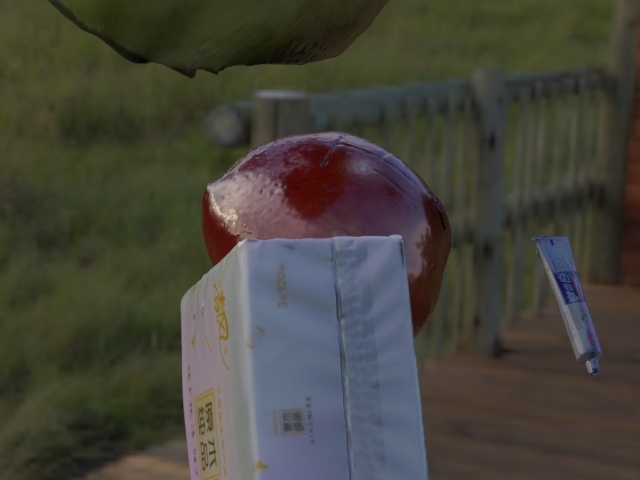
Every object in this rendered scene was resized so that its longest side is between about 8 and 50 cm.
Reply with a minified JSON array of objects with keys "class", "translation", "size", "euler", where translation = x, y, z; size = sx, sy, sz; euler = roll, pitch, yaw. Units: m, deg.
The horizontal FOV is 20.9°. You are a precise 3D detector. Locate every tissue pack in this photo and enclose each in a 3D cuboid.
[{"class":"tissue pack","translation":[-0.014,0.124,1.112],"size":[0.124,0.225,0.185],"euler":[-2,-12,-18]}]

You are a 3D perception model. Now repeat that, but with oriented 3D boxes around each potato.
[{"class":"potato","translation":[-0.081,-0.269,1.153],"size":[0.330,0.213,0.280],"euler":[44,27,-2]}]

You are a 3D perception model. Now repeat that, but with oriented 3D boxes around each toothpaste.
[{"class":"toothpaste","translation":[0.267,0.067,1.843],"size":[0.045,0.169,0.028],"euler":[-3,-31,-20]}]

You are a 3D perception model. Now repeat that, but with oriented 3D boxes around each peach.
[{"class":"peach","translation":[0.000,0.000,1.358],"size":[0.197,0.197,0.197],"euler":[2,11,0]}]
